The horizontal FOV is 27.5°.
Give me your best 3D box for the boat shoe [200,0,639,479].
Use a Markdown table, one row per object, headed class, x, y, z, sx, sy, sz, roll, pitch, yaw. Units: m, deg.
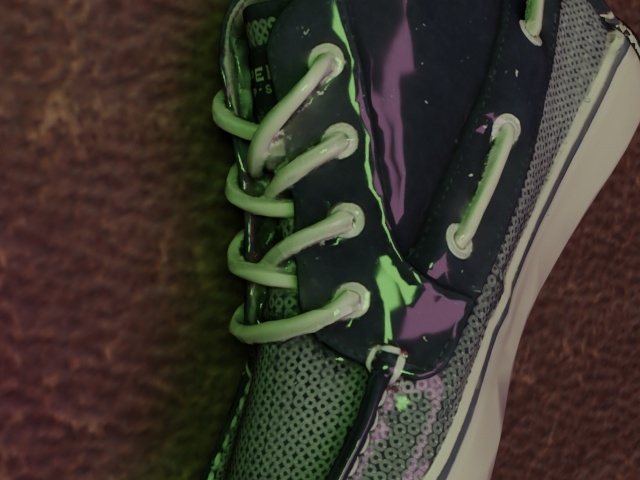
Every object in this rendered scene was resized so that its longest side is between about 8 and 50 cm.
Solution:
| class | x | y | z | sx | sy | sz | roll | pitch | yaw |
| --- | --- | --- | --- | --- | --- | --- | --- | --- | --- |
| boat shoe | 0.000 | 0.000 | 0.490 | 0.158 | 0.127 | 0.341 | 45 | 58 | -28 |
